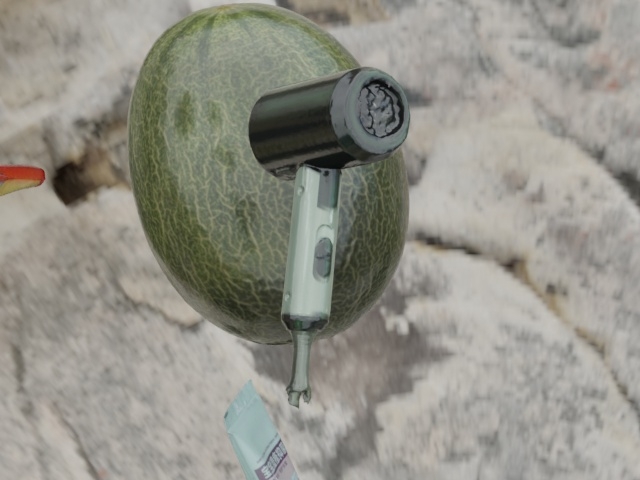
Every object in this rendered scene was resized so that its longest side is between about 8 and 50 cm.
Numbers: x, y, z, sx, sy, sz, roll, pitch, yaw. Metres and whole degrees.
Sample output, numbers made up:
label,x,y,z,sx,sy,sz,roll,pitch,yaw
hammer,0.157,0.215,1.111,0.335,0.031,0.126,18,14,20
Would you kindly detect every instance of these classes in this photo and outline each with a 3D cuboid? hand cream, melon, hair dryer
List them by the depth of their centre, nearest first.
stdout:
label,x,y,z,sx,sy,sz,roll,pitch,yaw
hair dryer,0.000,0.000,1.052,0.057,0.100,0.198,8,83,-32
melon,-0.046,-0.060,1.568,0.237,0.237,0.302,-18,106,-2
hand cream,-0.032,0.313,1.958,0.058,0.085,0.331,-16,108,28

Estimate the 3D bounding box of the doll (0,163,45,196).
label,x,y,z,sx,sy,sz,roll,pitch,yaw
doll,-0.255,-0.041,1.142,0.109,0.169,0.057,1,88,13
